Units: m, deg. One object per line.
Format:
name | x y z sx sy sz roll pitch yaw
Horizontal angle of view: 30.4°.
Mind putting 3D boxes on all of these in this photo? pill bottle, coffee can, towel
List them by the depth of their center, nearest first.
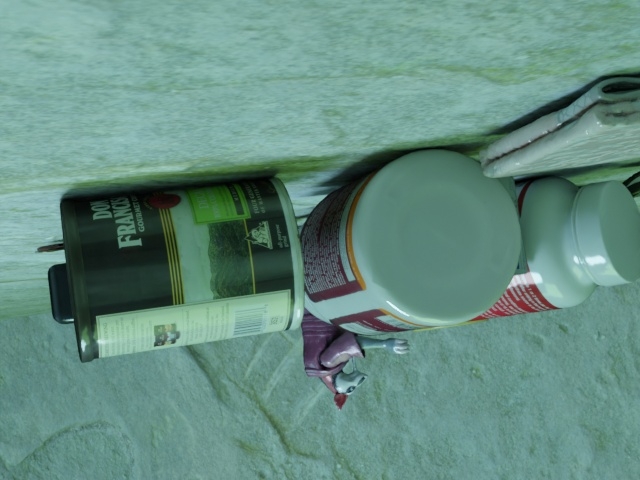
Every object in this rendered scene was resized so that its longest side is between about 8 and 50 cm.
towel | 0.383 -0.136 1.315 0.332 0.053 0.317 -8 175 -14
coffee can | -0.177 0.034 1.482 0.275 0.201 0.201 -7 176 -14
pill bottle | 0.095 0.016 1.623 0.224 0.224 0.392 -7 176 -18
pill bottle | 0.341 0.016 2.053 0.408 0.229 0.229 -11 175 38

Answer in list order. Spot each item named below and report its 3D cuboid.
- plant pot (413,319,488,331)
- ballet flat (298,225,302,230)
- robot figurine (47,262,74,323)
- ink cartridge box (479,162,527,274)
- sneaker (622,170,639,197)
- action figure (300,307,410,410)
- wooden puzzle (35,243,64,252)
plant pot | 0.258 0.064 2.477 0.254 0.239 0.254 -9 175 -1
ballet flat | 0.000 0.000 2.256 0.248 0.086 0.086 -7 176 -1
robot figurine | -0.309 0.071 1.959 0.278 0.173 0.209 -7 -142 -14
ink cartridge box | 0.247 -0.025 1.770 0.065 0.165 0.333 -8 175 17
sneaker | 0.651 -0.094 2.020 0.272 0.108 0.100 -7 178 2
action figure | 0.005 0.159 2.367 0.276 0.370 0.248 -3 171 -21
wooden puzzle | -0.443 0.012 1.980 0.083 0.006 0.049 -9 176 10
